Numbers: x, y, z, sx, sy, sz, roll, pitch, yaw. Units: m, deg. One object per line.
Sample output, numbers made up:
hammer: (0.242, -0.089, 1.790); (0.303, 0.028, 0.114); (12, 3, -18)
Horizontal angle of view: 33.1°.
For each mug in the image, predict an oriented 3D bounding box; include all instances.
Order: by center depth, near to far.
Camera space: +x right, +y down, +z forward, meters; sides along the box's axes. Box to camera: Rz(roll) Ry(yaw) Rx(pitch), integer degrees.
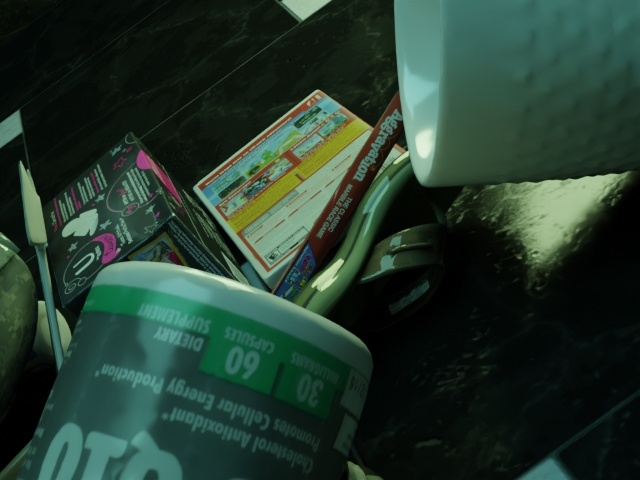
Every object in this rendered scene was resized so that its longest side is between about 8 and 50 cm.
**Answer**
mug: (0.237, -0.212, 0.823); (0.327, 0.374, 0.276); (-3, 60, -2)

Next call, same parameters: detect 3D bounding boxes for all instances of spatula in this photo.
spatula: (-0.283, 0.044, 1.100); (0.019, 0.242, 0.168); (-9, 1, -17)

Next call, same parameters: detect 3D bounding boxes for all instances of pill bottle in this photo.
pill bottle: (-0.109, 0.213, 0.693); (0.204, 0.204, 0.361); (1, 67, 45)
pill bottle: (-0.363, 0.129, 1.244); (0.137, 0.078, 0.078); (-25, 33, 17)

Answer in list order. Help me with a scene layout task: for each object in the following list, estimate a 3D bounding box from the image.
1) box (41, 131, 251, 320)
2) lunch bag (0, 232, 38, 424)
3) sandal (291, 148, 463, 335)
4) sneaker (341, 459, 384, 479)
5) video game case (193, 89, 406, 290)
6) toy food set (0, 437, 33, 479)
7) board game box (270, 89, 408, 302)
box: (-0.181, 0.023, 1.128); (0.142, 0.163, 0.247); (-39, 31, 1)
lunch bag: (-0.412, 0.149, 1.048); (0.256, 0.212, 0.305); (-48, 12, 33)
sandal: (0.058, 0.036, 0.953); (0.086, 0.120, 0.303); (24, 63, 23)
sneaker: (0.052, 0.232, 0.702); (0.271, 0.107, 0.100); (-127, 55, -72)
video game case: (-0.024, -0.068, 1.229); (0.204, 0.025, 0.285); (-39, 32, -3)
toy food set: (-0.220, 0.265, 0.910); (0.220, 0.092, 0.306); (-48, 33, -19)
board game box: (0.000, 0.000, 1.008); (0.281, 0.027, 0.145); (-58, 1, -20)
